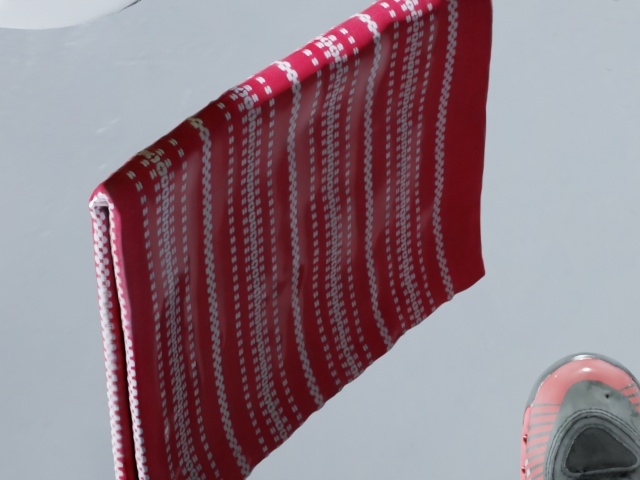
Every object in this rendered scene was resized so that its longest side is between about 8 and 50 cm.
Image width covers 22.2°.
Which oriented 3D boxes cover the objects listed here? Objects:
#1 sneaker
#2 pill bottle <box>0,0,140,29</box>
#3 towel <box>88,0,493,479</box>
[{"bbox_3d":[0.168,0.197,0.917,0.098,0.135,0.276,-6,83,6],"label":"sneaker"},{"bbox_3d":[-0.080,-0.198,0.534,0.136,0.245,0.136,7,141,6],"label":"pill bottle"},{"bbox_3d":[0.000,0.000,0.757,0.031,0.275,0.199,20,128,30],"label":"towel"}]
